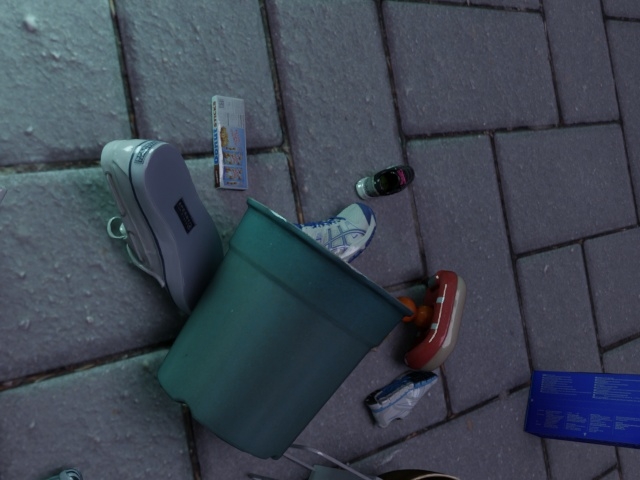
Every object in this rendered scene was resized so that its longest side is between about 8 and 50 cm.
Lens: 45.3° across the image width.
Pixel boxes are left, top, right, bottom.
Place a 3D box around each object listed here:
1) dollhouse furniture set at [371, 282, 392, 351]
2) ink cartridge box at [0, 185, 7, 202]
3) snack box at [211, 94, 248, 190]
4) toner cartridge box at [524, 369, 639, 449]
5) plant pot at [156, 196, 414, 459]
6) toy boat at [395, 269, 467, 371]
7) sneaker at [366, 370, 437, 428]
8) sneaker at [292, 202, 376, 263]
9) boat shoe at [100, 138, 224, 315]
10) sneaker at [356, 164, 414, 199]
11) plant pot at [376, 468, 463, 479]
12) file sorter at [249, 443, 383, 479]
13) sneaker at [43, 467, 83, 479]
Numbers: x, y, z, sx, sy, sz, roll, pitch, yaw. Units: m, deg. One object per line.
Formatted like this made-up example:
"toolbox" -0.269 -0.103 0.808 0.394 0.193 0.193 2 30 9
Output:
"dollhouse furniture set" 0.101 0.161 1.651 0.076 0.059 0.151 -42 130 -42
"ink cartridge box" -0.552 -0.022 1.075 0.128 0.127 0.176 33 64 -31
"snack box" -0.173 -0.185 1.470 0.064 0.022 0.178 1 84 -40
"toner cartridge box" 0.673 0.410 1.874 0.075 0.348 0.165 28 68 -34
"plant pot" -0.077 0.158 1.287 0.341 0.341 0.334 37 86 -30
"toy boat" 0.224 0.169 1.695 0.151 0.151 0.231 17 70 -5
"sneaker" 0.183 0.346 1.672 0.191 0.071 0.082 -22 105 -30
"sneaker" 0.000 0.000 1.532 0.296 0.112 0.131 -48 114 -33
"boat shoe" -0.282 -0.018 1.296 0.135 0.157 0.367 -57 148 -34
"sneaker" 0.161 -0.132 1.701 0.170 0.075 0.063 -20 97 -39
"plant pot" 0.172 0.543 1.494 0.237 0.254 0.237 1 87 -14
"file sorter" -0.051 0.521 1.375 0.173 0.193 0.277 35 64 -28
"sneaker" -0.397 0.471 1.189 0.098 0.083 0.223 -14 91 -16
